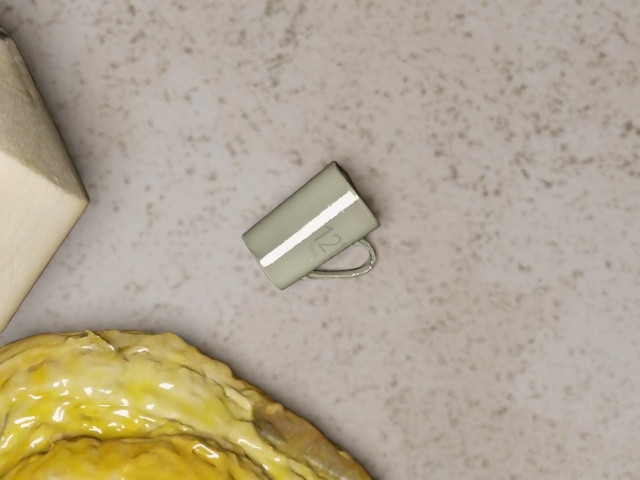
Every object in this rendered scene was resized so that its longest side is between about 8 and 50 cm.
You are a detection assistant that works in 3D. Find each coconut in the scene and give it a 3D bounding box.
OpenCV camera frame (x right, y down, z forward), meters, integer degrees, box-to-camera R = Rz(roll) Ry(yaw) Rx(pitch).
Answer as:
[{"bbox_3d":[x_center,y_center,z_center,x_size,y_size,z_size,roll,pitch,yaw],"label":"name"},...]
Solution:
[{"bbox_3d":[-0.264,-0.045,0.905,0.241,0.241,0.241,0,88,3],"label":"coconut"}]

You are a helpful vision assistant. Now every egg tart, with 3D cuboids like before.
[{"bbox_3d":[-0.104,0.240,0.915,0.339,0.153,0.351,13,89,1],"label":"egg tart"}]

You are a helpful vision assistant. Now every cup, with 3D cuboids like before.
[{"bbox_3d":[-0.003,-0.004,0.973,0.083,0.075,0.054,-36,49,4],"label":"cup"}]
